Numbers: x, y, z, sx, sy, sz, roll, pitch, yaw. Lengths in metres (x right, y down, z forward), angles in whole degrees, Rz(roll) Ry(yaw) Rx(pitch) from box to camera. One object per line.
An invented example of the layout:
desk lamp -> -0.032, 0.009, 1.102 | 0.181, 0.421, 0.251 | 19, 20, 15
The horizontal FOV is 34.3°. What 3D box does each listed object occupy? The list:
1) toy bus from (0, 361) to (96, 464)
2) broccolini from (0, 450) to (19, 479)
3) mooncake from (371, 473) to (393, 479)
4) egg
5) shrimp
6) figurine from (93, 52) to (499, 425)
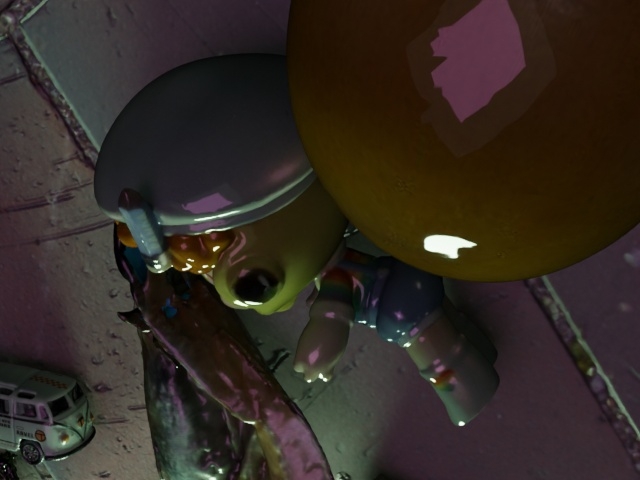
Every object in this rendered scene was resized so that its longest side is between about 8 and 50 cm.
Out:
toy bus -> -0.346, 0.185, 1.155 | 0.194, 0.087, 0.089 | 8, 111, 22
broccolini -> -0.298, 0.287, 1.190 | 0.271, 0.062, 0.123 | -12, 121, 35
mooncake -> 0.081, 0.308, 1.012 | 0.130, 0.073, 0.125 | 25, 119, 12
egg -> 0.122, -0.140, 0.671 | 0.283, 0.282, 0.351 | 22, 112, 15
shrimp -> -0.093, 0.158, 0.997 | 0.221, 0.110, 0.445 | -6, 107, 41
figurine -> 0.005, -0.011, 0.873 | 0.382, 0.224, 0.205 | 34, 113, -22
